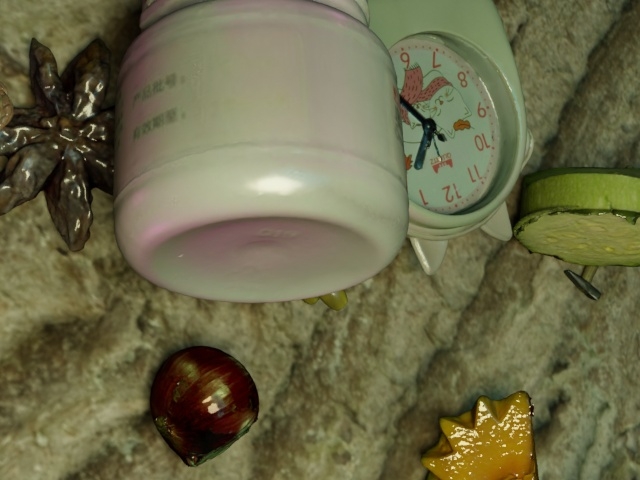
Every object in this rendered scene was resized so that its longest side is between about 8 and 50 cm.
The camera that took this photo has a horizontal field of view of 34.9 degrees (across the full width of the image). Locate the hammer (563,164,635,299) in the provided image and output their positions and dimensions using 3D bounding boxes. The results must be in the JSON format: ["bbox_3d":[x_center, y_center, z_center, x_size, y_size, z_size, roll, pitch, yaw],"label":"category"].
[{"bbox_3d":[0.380,-0.019,1.354,0.062,0.013,0.199,36,68,-21],"label":"hammer"}]

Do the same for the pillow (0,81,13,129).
[{"bbox_3d":[-0.380,-0.090,0.898,0.135,0.034,0.211,35,69,12],"label":"pillow"}]

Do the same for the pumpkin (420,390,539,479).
[{"bbox_3d":[0.189,0.292,1.176,0.130,0.149,0.254,-4,90,13],"label":"pumpkin"}]

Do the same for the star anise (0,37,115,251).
[{"bbox_3d":[-0.234,-0.089,0.982,0.197,0.073,0.212,40,69,-17],"label":"star anise"}]

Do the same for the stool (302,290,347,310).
[{"bbox_3d":[0.000,0.000,1.079,0.110,0.135,0.134,47,31,-13],"label":"stool"}]

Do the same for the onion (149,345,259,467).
[{"bbox_3d":[-0.117,0.158,0.994,0.119,0.117,0.118,22,49,-28],"label":"onion"}]

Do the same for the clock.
[{"bbox_3d":[0.111,-0.130,1.162,0.265,0.109,0.324,-21,95,-31],"label":"clock"}]

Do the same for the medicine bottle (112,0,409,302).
[{"bbox_3d":[-0.056,-0.127,0.921,0.256,0.256,0.324,10,62,-28],"label":"medicine bottle"}]

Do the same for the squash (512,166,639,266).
[{"bbox_3d":[0.344,-0.048,1.218,0.220,0.220,0.133,12,81,-28],"label":"squash"}]
